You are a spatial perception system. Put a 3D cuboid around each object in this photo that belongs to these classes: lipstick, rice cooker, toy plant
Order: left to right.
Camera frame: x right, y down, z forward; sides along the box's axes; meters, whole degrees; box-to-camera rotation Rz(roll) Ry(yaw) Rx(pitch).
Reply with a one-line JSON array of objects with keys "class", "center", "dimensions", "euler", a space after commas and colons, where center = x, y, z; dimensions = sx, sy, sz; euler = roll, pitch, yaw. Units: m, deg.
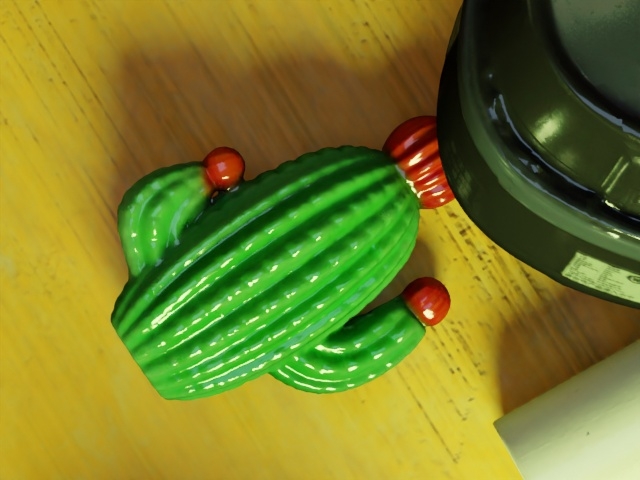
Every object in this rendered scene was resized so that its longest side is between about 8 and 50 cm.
[{"class": "toy plant", "center": [-0.003, 0.014, 0.865], "dimensions": [0.240, 0.088, 0.154], "euler": [-10, 99, -11]}, {"class": "rice cooker", "center": [0.186, -0.088, 0.770], "dimensions": [0.267, 0.224, 0.267], "euler": [2, 72, -6]}, {"class": "lipstick", "center": [0.260, 0.061, 0.849], "dimensions": [0.327, 0.087, 0.087], "euler": [-30, 89, 2]}]
